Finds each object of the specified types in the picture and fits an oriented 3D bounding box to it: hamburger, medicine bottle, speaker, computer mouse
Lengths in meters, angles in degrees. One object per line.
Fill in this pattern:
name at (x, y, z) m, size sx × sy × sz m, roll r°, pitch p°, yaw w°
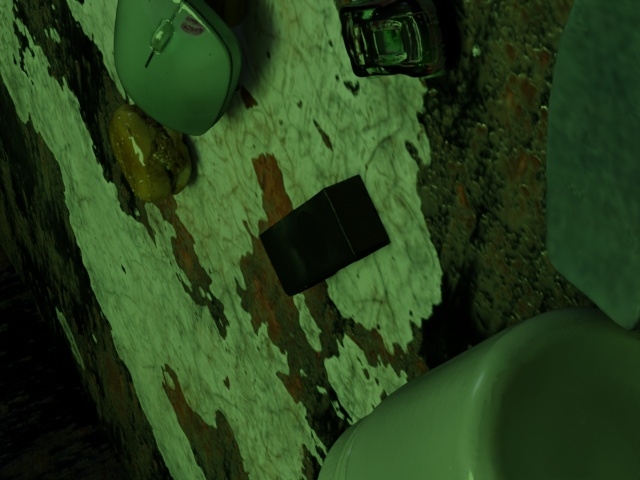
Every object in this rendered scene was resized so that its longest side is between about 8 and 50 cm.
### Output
hamburger at (-0.233, -0.121, 1.608) m, size 0.138 × 0.083 × 0.147 m, roll 60°, pitch 160°, yaw 7°
medicine bottle at (0.136, 0.194, 0.932) m, size 0.211 × 0.211 × 0.371 m, roll 63°, pitch 157°, yaw 9°
speaker at (0.000, 0.000, 1.256) m, size 0.082 × 0.044 × 0.218 m, roll 66°, pitch 157°, yaw 3°
computer mouse at (-0.170, -0.195, 1.300) m, size 0.159 × 0.097 × 0.288 m, roll 46°, pitch 169°, yaw 1°

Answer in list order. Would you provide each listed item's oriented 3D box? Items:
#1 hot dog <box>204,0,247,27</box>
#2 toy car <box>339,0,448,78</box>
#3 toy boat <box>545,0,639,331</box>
hot dog at (-0.099, -0.302, 1.189) m, size 0.066 × 0.047 × 0.216 m, roll 22°, pitch 145°, yaw 18°
toy car at (0.053, -0.166, 0.973) m, size 0.142 × 0.055 × 0.069 m, roll 14°, pitch 121°, yaw 61°
toy boat at (0.200, -0.072, 0.712) m, size 0.127 × 0.078 × 0.283 m, roll 48°, pitch 152°, yaw 44°
